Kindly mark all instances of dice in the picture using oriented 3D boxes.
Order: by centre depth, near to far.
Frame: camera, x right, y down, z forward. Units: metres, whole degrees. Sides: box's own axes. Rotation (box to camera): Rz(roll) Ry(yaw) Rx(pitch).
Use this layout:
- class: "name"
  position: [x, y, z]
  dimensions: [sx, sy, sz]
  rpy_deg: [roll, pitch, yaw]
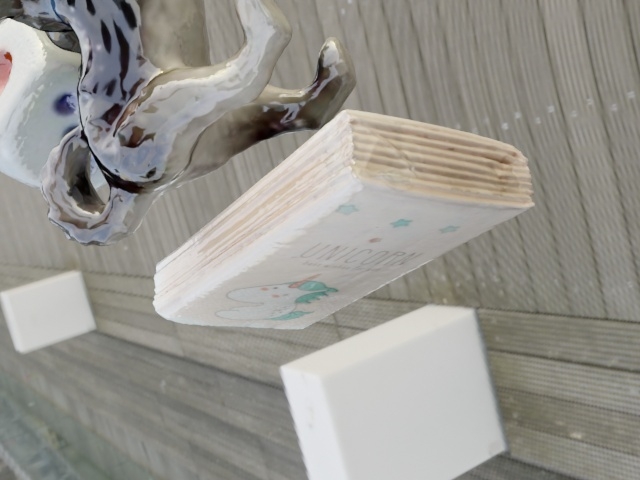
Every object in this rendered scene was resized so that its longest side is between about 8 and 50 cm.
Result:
- class: "dice"
  position: [-0.370, -0.188, 1.157]
  dimensions: [0.193, 0.192, 0.194]
  rpy_deg: [-54, 49, 10]

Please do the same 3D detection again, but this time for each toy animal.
- class: "toy animal"
  position: [-0.186, -0.183, 0.716]
  dimensions: [0.303, 0.194, 0.344]
  rpy_deg: [-35, 87, 19]

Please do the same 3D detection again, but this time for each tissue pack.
- class: "tissue pack"
  position: [0.000, 0.000, 0.690]
  dimensions: [0.325, 0.170, 0.071]
  rpy_deg: [-33, 56, 51]
